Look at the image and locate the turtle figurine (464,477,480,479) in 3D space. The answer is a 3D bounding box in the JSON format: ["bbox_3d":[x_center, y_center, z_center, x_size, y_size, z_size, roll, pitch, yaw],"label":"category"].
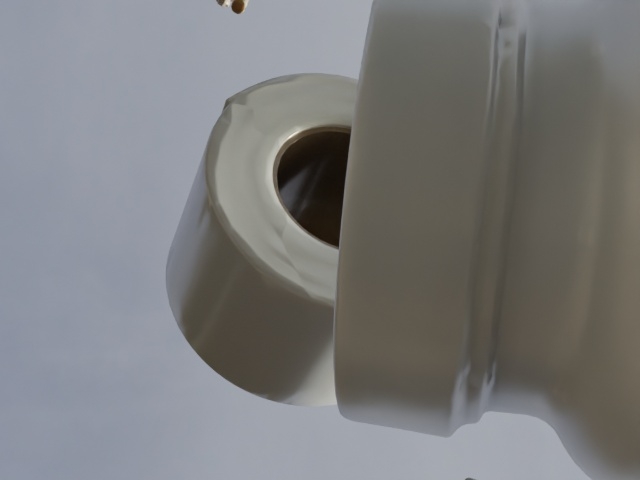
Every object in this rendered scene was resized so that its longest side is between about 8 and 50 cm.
[{"bbox_3d":[0.298,0.137,0.762,0.275,0.198,0.266,-34,-72,33],"label":"turtle figurine"}]

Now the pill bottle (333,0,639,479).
[{"bbox_3d":[0.196,-0.002,0.386,0.363,0.210,0.210,6,-83,8],"label":"pill bottle"}]

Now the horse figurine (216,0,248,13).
[{"bbox_3d":[-0.058,-0.322,0.972,0.066,0.174,0.263,12,-64,2],"label":"horse figurine"}]

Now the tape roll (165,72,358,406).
[{"bbox_3d":[0.000,0.000,0.941,0.246,0.246,0.169,39,-38,9],"label":"tape roll"}]
